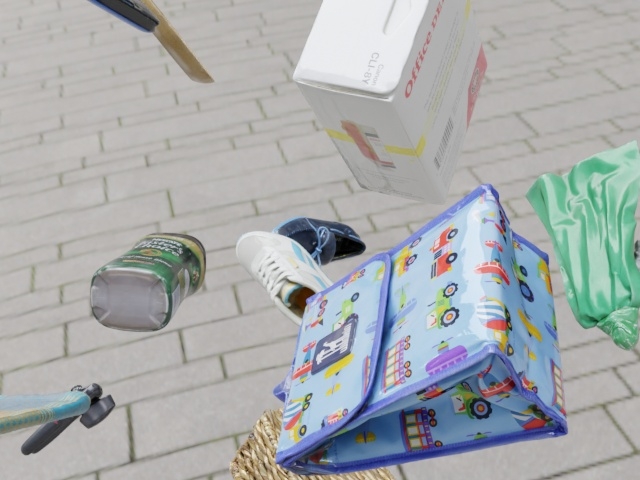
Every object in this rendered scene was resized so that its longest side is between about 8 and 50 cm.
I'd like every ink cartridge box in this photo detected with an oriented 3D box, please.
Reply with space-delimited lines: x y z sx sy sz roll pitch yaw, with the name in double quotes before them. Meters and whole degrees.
"ink cartridge box" 0.125 -0.262 1.506 0.160 0.384 0.279 14 75 22

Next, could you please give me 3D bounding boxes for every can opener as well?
"can opener" -0.450 0.316 1.705 0.186 0.059 0.073 -36 68 2

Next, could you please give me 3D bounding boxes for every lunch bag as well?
"lunch bag" 0.079 0.112 0.974 0.293 0.138 0.221 -26 35 28

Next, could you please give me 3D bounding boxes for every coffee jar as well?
"coffee jar" -0.197 0.044 1.151 0.096 0.079 0.184 4 14 6

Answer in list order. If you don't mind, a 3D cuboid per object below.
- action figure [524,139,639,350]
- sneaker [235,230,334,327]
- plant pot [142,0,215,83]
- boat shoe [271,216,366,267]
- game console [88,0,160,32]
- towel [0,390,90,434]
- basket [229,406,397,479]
"action figure" 0.292 0.014 1.007 0.137 0.063 0.232 -31 40 33
"sneaker" -0.048 0.059 1.481 0.229 0.087 0.092 38 12 23
"plant pot" -0.259 -0.347 1.603 0.032 0.236 0.236 -37 34 1
"boat shoe" 0.000 0.000 1.960 0.089 0.109 0.258 29 28 34
"game console" -0.295 -0.418 1.136 0.250 0.173 0.293 48 14 29
"towel" -0.550 0.263 1.477 0.272 0.040 0.370 -1 -4 14
"basket" -0.015 0.419 1.422 0.213 0.223 0.299 4 37 -51
